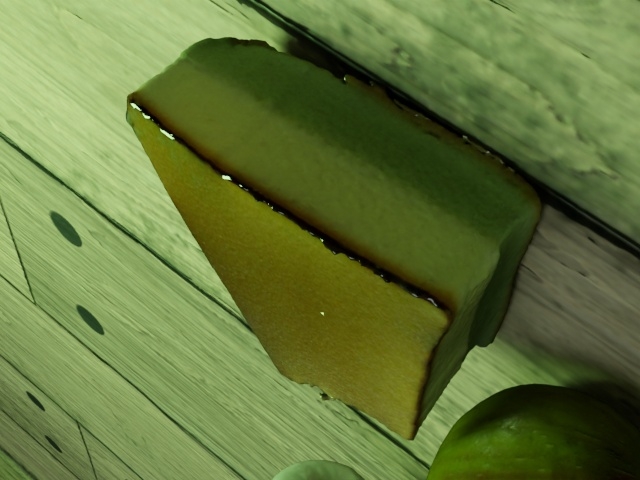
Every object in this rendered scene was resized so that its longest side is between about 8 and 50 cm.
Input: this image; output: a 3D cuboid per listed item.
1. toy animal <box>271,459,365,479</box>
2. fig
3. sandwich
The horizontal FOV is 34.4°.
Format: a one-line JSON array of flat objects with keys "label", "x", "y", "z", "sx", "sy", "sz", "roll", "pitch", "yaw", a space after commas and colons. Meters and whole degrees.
[{"label": "toy animal", "x": 0.094, "y": 0.309, "z": 0.817, "sx": 0.325, "sy": 0.208, "sz": 0.154, "roll": 15, "pitch": -179, "yaw": 30}, {"label": "fig", "x": 0.146, "y": 0.159, "z": 0.595, "sx": 0.148, "sy": 0.142, "sz": 0.186, "roll": 48, "pitch": 154, "yaw": -8}, {"label": "sandwich", "x": 0.000, "y": 0.000, "z": 0.617, "sx": 0.220, "sy": 0.108, "sz": 0.186, "roll": 34, "pitch": 150, "yaw": 18}]
